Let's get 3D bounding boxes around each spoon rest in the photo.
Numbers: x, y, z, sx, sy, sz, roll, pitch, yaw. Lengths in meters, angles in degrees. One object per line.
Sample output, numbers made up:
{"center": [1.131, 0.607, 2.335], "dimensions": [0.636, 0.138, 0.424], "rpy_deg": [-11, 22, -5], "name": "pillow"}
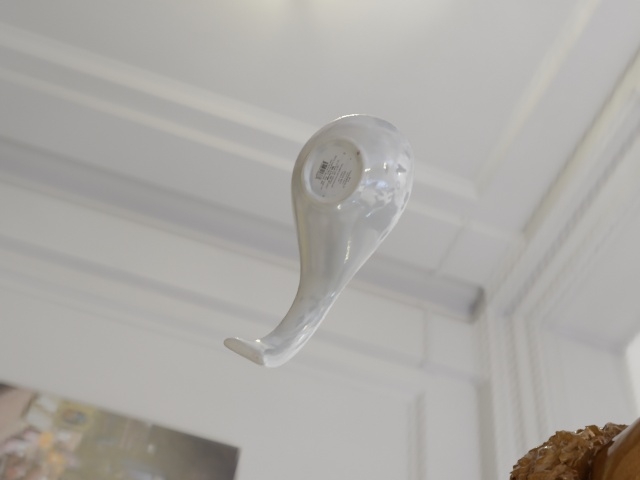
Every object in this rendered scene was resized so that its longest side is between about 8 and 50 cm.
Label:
{"center": [0.000, 0.000, 1.119], "dimensions": [0.276, 0.137, 0.084], "rpy_deg": [-63, 149, -4], "name": "spoon rest"}

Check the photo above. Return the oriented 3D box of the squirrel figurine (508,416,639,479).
{"center": [0.257, 0.311, 0.832], "dimensions": [0.397, 0.281, 0.370], "rpy_deg": [-2, -135, 37], "name": "squirrel figurine"}
